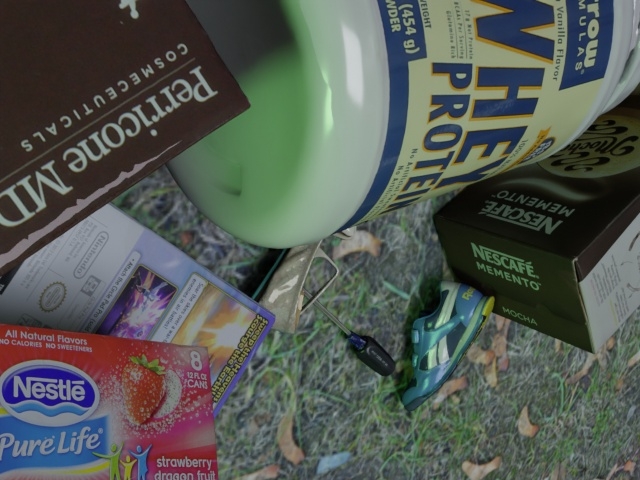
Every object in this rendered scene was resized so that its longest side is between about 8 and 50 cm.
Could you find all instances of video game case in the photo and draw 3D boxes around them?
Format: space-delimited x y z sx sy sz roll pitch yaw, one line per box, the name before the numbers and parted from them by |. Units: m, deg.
video game case | -0.189 0.106 0.606 0.244 0.061 0.269 39 79 -40

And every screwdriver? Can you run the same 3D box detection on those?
screwdriver | 0.015 0.078 0.806 0.025 0.024 0.170 -40 127 14

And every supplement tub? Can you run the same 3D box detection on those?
supplement tub | 0.060 -0.145 0.613 0.325 0.235 0.235 -20 117 -34

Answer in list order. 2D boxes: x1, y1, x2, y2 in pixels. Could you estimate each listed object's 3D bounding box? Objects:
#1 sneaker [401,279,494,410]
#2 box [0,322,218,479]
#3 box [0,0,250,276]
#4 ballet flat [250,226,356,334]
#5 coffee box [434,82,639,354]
sneaker | 0.114 0.102 0.879 0.144 0.059 0.053 -61 166 15
box | -0.186 0.117 0.458 0.257 0.122 0.128 13 62 -43
box | -0.178 -0.094 0.432 0.168 0.167 0.203 -39 103 -25
ballet flat | 0.000 0.000 0.733 0.052 0.057 0.168 30 91 1
coffee box | 0.280 -0.045 0.886 0.297 0.168 0.119 -40 127 -24
